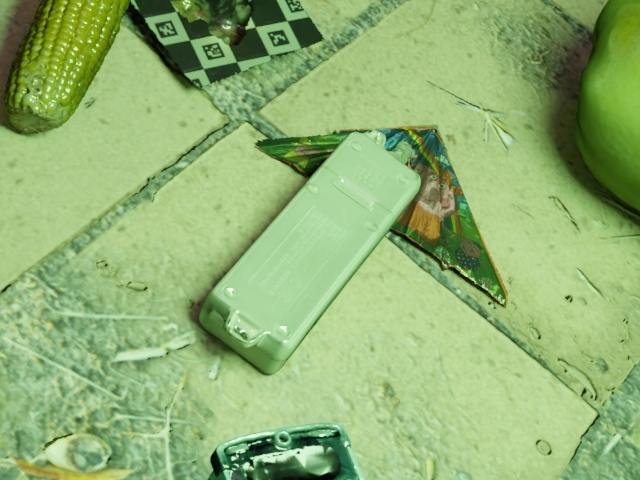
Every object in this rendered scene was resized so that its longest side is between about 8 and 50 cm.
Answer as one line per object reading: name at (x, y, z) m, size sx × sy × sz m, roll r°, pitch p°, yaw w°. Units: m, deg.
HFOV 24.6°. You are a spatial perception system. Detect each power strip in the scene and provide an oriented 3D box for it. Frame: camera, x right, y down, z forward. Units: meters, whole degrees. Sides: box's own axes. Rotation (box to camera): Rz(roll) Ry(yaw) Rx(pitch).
power strip at (0.000, 0.000, 1.471) m, size 0.098 × 0.058 × 0.338 m, roll 35°, pitch 53°, yaw 6°

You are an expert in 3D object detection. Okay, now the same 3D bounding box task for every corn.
corn at (-0.245, -0.243, 1.516) m, size 0.097 × 0.097 × 0.319 m, roll 23°, pitch 58°, yaw -9°

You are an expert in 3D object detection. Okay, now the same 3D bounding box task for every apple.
apple at (0.463, -0.168, 1.660) m, size 0.357 × 0.357 × 0.357 m, roll 13°, pitch 50°, yaw -17°

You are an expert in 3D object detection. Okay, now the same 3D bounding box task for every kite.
kite at (0.090, -0.055, 1.605) m, size 0.321 × 0.016 × 0.234 m, roll 34°, pitch 46°, yaw 0°

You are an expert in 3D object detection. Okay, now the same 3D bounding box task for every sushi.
sushi at (-0.124, -0.265, 1.644) m, size 0.193 × 0.040 × 0.210 m, roll -25°, pitch 70°, yaw -29°

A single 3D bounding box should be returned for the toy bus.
toy bus at (-0.010, 0.300, 1.174) m, size 0.133 × 0.164 × 0.271 m, roll -6°, pitch 57°, yaw -31°
